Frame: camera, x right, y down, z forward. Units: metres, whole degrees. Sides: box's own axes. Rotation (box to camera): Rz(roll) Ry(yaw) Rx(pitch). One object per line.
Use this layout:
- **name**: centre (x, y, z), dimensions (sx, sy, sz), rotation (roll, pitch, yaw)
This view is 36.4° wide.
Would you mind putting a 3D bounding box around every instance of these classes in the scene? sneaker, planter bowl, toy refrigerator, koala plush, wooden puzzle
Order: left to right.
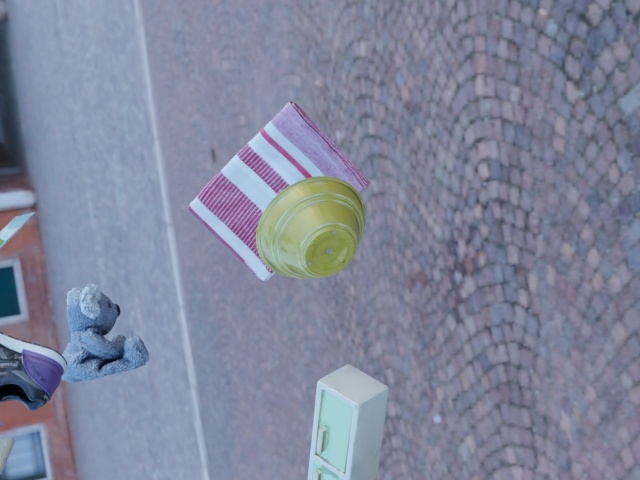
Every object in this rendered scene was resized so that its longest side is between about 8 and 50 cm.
- **sneaker**: centre (-0.649, 0.247, 1.892), dimensions (0.107, 0.283, 0.124), rotation (101, -176, -46)
- **wooden puzzle**: centre (-0.589, 0.375, 1.724), dimensions (0.014, 0.078, 0.116), rotation (118, 176, -57)
- **koala plush**: centre (-0.544, 0.211, 2.327), dimensions (0.196, 0.203, 0.221), rotation (-6, 98, 64)
- **planter bowl**: centre (0.000, 0.000, 1.758), dimensions (0.090, 0.217, 0.217), rotation (-126, 32, -50)
- **toy refrigerator**: centre (0.045, 0.374, 1.778), dimensions (0.102, 0.094, 0.270), rotation (27, 124, 36)

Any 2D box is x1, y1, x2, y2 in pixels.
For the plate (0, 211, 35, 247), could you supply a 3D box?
- **plate**: centre (-0.660, 0.001, 1.996), dimensions (0.024, 0.188, 0.188), rotation (46, 167, -14)

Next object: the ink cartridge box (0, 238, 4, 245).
- **ink cartridge box**: centre (-0.686, 0.066, 1.637), dimensions (0.255, 0.188, 0.097), rotation (-49, 25, 16)

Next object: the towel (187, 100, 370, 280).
- **towel**: centre (-0.091, -0.094, 2.015), dimensions (0.237, 0.329, 0.037), rotation (45, -161, -6)
